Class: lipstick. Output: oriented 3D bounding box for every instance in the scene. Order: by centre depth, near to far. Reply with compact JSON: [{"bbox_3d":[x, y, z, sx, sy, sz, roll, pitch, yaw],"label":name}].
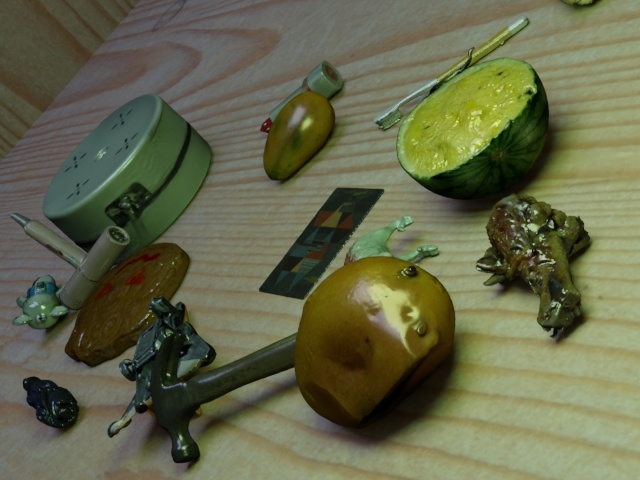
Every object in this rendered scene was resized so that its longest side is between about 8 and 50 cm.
[{"bbox_3d":[-0.042,-0.249,2.146,0.186,0.057,0.063,-37,26,29],"label":"lipstick"}]

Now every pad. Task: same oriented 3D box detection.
[{"bbox_3d":[0.000,0.000,1.760,0.211,0.003,0.143,-53,27,-17],"label":"pad"}]

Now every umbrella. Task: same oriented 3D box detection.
[{"bbox_3d":[-0.470,0.263,2.000,0.071,0.071,0.248,-49,24,-9],"label":"umbrella"}]

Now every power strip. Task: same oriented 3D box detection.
[{"bbox_3d":[-0.386,-0.118,2.337,0.357,0.161,0.357,-34,29,21],"label":"power strip"}]

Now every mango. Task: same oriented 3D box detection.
[{"bbox_3d":[0.053,0.115,1.346,0.136,0.166,0.236,-11,-34,-48],"label":"mango"},{"bbox_3d":[-0.042,-0.181,1.999,0.163,0.089,0.111,-46,25,17],"label":"mango"}]

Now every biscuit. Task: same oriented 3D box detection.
[{"bbox_3d":[-0.350,0.108,2.078,0.273,0.049,0.257,-24,32,40],"label":"biscuit"}]

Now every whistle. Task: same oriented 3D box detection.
[{"bbox_3d":[-0.554,0.123,2.335,0.114,0.077,0.235,-16,19,-7],"label":"whistle"}]

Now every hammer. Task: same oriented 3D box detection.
[{"bbox_3d":[-0.036,0.146,1.495,0.440,0.044,0.168,-23,77,24],"label":"hammer"}]

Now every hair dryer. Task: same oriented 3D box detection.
[{"bbox_3d":[-0.487,-0.007,2.225,0.195,0.220,0.054,-48,-9,29],"label":"hair dryer"}]

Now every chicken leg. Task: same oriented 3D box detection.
[{"bbox_3d":[0.245,0.021,1.290,0.125,0.080,0.196,-54,32,5],"label":"chicken leg"}]

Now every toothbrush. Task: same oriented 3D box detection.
[{"bbox_3d":[0.205,-0.260,1.826,0.288,0.024,0.021,-34,30,18],"label":"toothbrush"}]

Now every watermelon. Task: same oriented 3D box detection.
[{"bbox_3d":[0.207,-0.133,1.503,0.204,0.127,0.232,-47,27,-3],"label":"watermelon"}]

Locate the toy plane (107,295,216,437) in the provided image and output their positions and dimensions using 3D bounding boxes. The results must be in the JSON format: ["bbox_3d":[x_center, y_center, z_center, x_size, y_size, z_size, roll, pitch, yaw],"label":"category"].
[{"bbox_3d":[-0.233,0.156,1.758,0.204,0.103,0.316,-39,26,15],"label":"toy plane"}]

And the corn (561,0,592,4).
[{"bbox_3d":[0.362,-0.453,1.756,0.122,0.123,0.305,-38,25,19],"label":"corn"}]

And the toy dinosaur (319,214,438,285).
[{"bbox_3d":[0.063,0.019,1.525,0.167,0.053,0.242,-21,15,-4],"label":"toy dinosaur"}]
